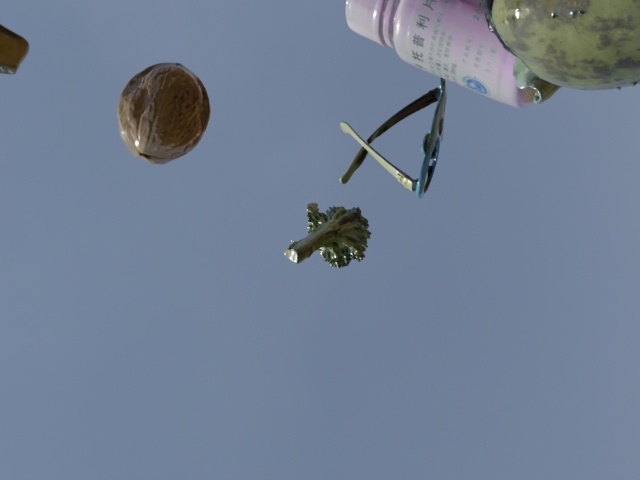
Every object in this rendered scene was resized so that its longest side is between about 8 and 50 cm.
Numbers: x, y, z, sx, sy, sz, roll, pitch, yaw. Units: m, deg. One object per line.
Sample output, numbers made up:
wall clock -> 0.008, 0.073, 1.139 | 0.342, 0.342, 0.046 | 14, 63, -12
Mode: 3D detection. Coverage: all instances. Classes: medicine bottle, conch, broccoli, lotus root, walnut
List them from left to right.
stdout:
walnut -> -0.181, -0.149, 1.353 | 0.105, 0.105, 0.124 | 35, -118, -50
broccoli -> 0.002, 0.001, 2.108 | 0.204, 0.118, 0.122 | -22, -71, -53
medicine bottle -> 0.170, -0.274, 1.447 | 0.152, 0.254, 0.152 | -50, -26, -35
conch -> 0.262, -0.215, 1.285 | 0.180, 0.088, 0.065 | -51, -28, -29
lotus root -> 0.284, -0.223, 1.000 | 0.173, 0.309, 0.173 | 15, -111, -42

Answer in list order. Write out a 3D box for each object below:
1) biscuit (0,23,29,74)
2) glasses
biscuit -> -0.497, -0.247, 1.563 | 0.174, 0.039, 0.183 | 36, -126, -24
glasses -> 0.126, -0.154, 1.894 | 0.102, 0.207, 0.239 | 50, -138, -31
